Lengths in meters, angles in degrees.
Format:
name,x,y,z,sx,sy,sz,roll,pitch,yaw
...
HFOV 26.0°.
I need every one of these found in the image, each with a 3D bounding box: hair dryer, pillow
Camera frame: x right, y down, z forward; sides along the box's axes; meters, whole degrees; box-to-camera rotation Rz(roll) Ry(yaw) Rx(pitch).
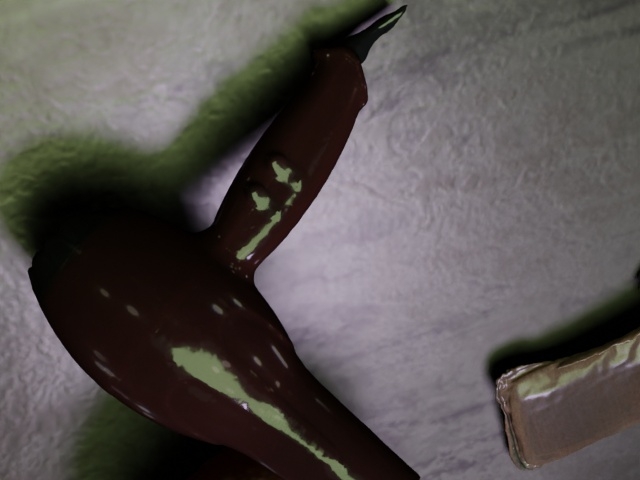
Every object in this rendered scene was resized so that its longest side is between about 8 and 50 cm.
name,x,y,z,sx,sy,sz,roll,pitch,yaw
hair dryer,0.000,0.000,0.971,0.312,0.123,0.340,34,87,-3
pillow,0.257,0.127,1.206,0.211,0.034,0.135,-21,127,-3

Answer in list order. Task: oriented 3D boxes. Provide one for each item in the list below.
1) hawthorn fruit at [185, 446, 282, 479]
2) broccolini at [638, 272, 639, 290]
name,x,y,z,sx,sy,sz,roll,pitch,yaw
hawthorn fruit,-0.003,0.284,1.058,0.242,0.272,0.242,-32,142,-28
broccolini,0.401,0.000,1.192,0.271,0.062,0.123,-10,111,-13
